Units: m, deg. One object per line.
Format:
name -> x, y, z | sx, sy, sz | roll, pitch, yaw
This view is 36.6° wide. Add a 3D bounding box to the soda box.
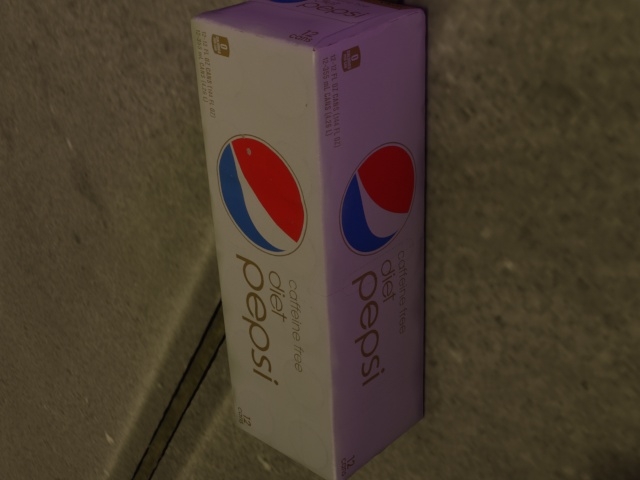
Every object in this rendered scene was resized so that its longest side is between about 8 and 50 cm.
soda box -> 0.000, 0.000, 0.441 | 0.074, 0.069, 0.216 | 23, 129, 38
